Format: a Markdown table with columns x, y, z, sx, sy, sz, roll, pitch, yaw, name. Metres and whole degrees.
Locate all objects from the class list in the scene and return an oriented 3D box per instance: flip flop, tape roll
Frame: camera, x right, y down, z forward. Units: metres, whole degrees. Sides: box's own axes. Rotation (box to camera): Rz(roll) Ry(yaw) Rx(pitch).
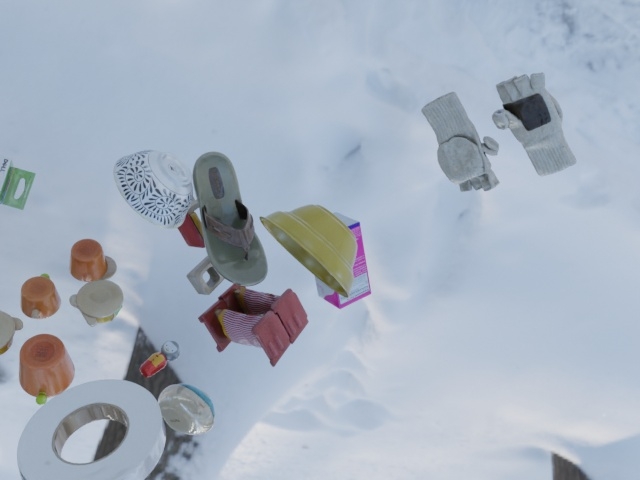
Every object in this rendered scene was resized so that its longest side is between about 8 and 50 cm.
| x | y | z | sx | sy | sz | roll | pitch | yaw | name |
| --- | --- | --- | --- | --- | --- | --- | --- | --- | --- |
| -0.176 | -0.042 | 1.380 | 0.112 | 0.277 | 0.080 | -15 | -178 | -21 | flip flop |
| -0.623 | 0.547 | 1.932 | 0.392 | 0.392 | 0.072 | 2 | 128 | 8 | tape roll |

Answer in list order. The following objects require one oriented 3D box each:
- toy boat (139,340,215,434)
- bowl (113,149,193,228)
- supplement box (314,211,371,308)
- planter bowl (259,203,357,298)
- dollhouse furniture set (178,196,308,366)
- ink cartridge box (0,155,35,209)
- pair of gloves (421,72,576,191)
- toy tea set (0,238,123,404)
| x | y | z | sx | sy | sz | roll | pitch | yaw | name |
| --- | --- | --- | --- | --- | --- | --- | --- | --- | --- |
| -0.455 | 0.490 | 2.317 | 0.267 | 0.148 | 0.318 | -13 | 110 | 50 | toy boat |
| -0.295 | -0.113 | 1.326 | 0.080 | 0.170 | 0.170 | -37 | 130 | 24 | bowl |
| 0.047 | 0.053 | 1.871 | 0.111 | 0.114 | 0.220 | 27 | 133 | 53 | supplement box |
| 0.000 | 0.000 | 1.263 | 0.217 | 0.090 | 0.217 | 41 | 172 | 7 | planter bowl |
| -0.206 | 0.090 | 1.608 | 0.201 | 0.152 | 0.374 | 3 | 130 | 43 | dollhouse furniture set |
| -0.835 | -0.160 | 1.762 | 0.209 | 0.109 | 0.062 | 16 | 160 | -14 | ink cartridge box |
| 0.320 | -0.188 | 1.284 | 0.240 | 0.042 | 0.204 | -13 | 115 | 29 | pair of gloves |
| -0.490 | 0.150 | 1.338 | 0.200 | 0.336 | 0.124 | 30 | 140 | 13 | toy tea set |
